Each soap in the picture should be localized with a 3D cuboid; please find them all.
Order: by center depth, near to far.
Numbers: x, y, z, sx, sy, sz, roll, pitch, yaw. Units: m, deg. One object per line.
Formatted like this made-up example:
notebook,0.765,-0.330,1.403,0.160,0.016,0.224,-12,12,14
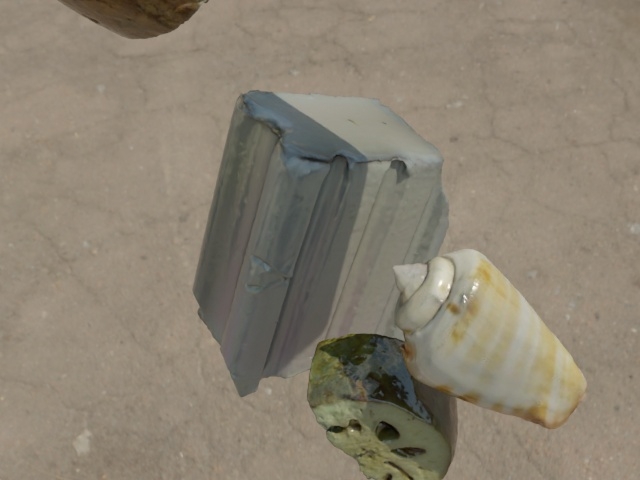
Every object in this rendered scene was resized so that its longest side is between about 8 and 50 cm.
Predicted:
soap,0.000,0.000,1.175,0.350,0.435,0.213,-6,39,-30

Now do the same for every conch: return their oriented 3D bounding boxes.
conch,0.185,0.106,0.816,0.255,0.127,0.158,29,79,10

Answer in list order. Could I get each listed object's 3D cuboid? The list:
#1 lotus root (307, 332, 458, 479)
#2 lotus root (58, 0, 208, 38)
lotus root,0.095,0.224,0.963,0.138,0.235,0.119,-36,23,25
lotus root,-0.107,-0.169,0.387,0.122,0.112,0.081,13,1,40
